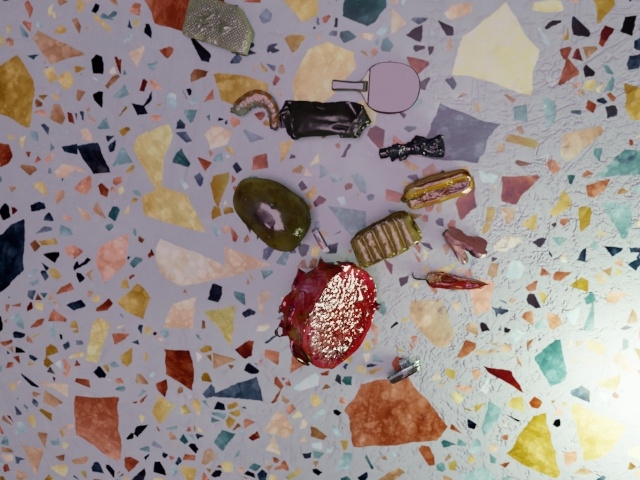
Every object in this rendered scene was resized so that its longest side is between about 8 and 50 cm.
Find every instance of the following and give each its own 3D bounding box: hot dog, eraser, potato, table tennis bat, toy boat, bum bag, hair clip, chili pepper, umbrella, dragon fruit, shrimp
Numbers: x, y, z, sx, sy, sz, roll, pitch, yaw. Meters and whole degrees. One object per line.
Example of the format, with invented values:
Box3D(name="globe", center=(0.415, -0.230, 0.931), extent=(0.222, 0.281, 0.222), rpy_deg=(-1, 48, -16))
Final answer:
Box3D(name="hot dog", center=(0.392, -0.179, 1.715), extent=(0.250, 0.076, 0.104), rpy_deg=(-18, 115, 15))
Box3D(name="eraser", center=(0.000, 0.000, 1.832), extent=(0.027, 0.019, 0.099), rpy_deg=(-29, 94, 12))
Box3D(name="potato", center=(-0.172, -0.100, 1.769), extent=(0.307, 0.173, 0.210), rpy_deg=(38, 106, -1))
Box3D(name="table tennis bat", center=(0.188, -0.523, 1.719), extent=(0.301, 0.022, 0.173), rpy_deg=(4, 100, 8))
Box3D(name="toy boat", center=(0.304, 0.469, 1.836), extent=(0.140, 0.059, 0.066), rpy_deg=(-32, 66, 14))
Box3D(name="bum bag", center=(0.013, -0.413, 1.742), extent=(0.326, 0.080, 0.142), rpy_deg=(5, 92, 12))
Box3D(name="hair clip", center=(0.492, 0.005, 1.706), extent=(0.102, 0.123, 0.138), rpy_deg=(-32, 96, 33))
Box3D(name="chili pepper", center=(0.453, 0.146, 1.765), extent=(0.268, 0.059, 0.050), rpy_deg=(5, 138, 6))
Box3D(name="umbrella", center=(0.309, -0.315, 1.710), extent=(0.224, 0.071, 0.080), rpy_deg=(-6, 70, 15))
Box3D(name="dragon fruit", center=(0.008, 0.231, 1.726), extent=(0.249, 0.371, 0.386), rpy_deg=(20, 110, 40))
Box3D(name="shrimp", center=(-0.226, -0.450, 1.794), extent=(0.161, 0.049, 0.166), rpy_deg=(-27, 101, 11))

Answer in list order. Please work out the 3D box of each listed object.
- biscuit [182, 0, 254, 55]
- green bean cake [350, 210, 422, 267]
Box3D(name="biscuit", center=(-0.354, -0.756, 1.761), extent=(0.252, 0.052, 0.150), rpy_deg=(21, 101, 6))
Box3D(name="green bean cake", center=(0.220, -0.009, 1.691), extent=(0.230, 0.224, 0.131), rpy_deg=(-26, 90, 10))
